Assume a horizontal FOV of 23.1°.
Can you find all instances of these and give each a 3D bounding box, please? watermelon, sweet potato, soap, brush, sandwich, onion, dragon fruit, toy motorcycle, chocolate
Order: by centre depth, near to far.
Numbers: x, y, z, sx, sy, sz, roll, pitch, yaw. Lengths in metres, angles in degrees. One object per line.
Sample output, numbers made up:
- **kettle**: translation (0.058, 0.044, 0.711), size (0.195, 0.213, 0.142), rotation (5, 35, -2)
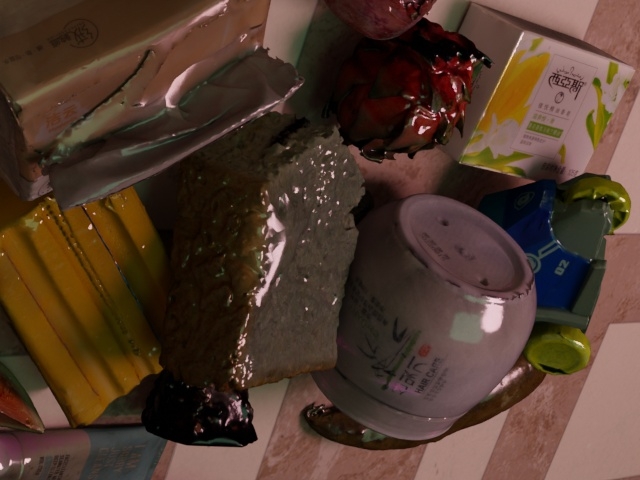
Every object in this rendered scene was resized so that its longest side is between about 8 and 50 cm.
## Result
- **soap**: translation (-0.276, 0.046, 1.798), size (0.204, 0.096, 0.324), rotation (-38, 136, -17)
- **watermelon**: translation (-0.389, 0.163, 1.805), size (0.163, 0.087, 0.069), rotation (47, 52, -49)
- **onion**: translation (0.053, -0.328, 1.809), size (0.195, 0.159, 0.159), rotation (36, 91, -15)
- **sandwich**: translation (-0.061, 0.007, 1.862), size (0.262, 0.131, 0.325), rotation (-1, 100, -61)
- **dragon fruit**: translation (0.103, -0.183, 1.925), size (0.182, 0.182, 0.188), rotation (31, 77, -48)
- **chocolate**: translation (-0.151, 0.178, 1.987), size (0.156, 0.156, 0.133), rotation (-2, 101, -40)
- **brush**: translation (0.000, 0.000, 2.061), size (0.190, 0.027, 0.034), rotation (-35, 136, -17)
- **toy motorcycle**: translation (0.308, 0.020, 2.183), size (0.326, 0.200, 0.191), rotation (94, 9, -49)
- **sweet potato**: translation (0.175, 0.225, 2.307), size (0.423, 0.130, 0.130), rotation (-21, 130, -20)

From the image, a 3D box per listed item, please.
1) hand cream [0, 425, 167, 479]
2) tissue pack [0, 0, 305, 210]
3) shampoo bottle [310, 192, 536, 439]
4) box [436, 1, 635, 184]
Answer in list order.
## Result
- **hand cream**: translation (-0.309, 0.278, 1.954), size (0.312, 0.070, 0.111), rotation (8, 109, -48)
- **tissue pack**: translation (-0.193, -0.166, 1.599), size (0.305, 0.238, 0.238), rotation (-31, 134, -21)
- **shampoo bottle**: translation (0.130, 0.101, 2.056), size (0.273, 0.273, 0.266), rotation (-1, 132, -41)
- **box**: translation (0.275, -0.190, 2.113), size (0.260, 0.111, 0.194), rotation (9, 111, -42)
